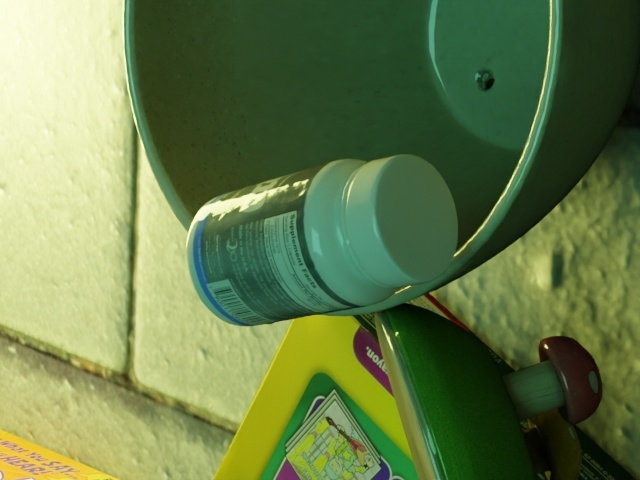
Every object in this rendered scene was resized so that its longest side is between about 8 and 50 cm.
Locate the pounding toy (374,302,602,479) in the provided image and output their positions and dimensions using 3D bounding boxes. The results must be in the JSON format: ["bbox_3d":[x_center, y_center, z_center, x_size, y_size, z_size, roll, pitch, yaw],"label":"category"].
[{"bbox_3d":[0.117,0.138,0.732,0.110,0.183,0.236,-17,85,-1],"label":"pounding toy"}]

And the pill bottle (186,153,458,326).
[{"bbox_3d":[0.000,0.000,0.663,0.137,0.078,0.078,-13,88,43],"label":"pill bottle"}]

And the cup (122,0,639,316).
[{"bbox_3d":[0.071,-0.134,0.791,0.331,0.237,0.331,9,103,42],"label":"cup"}]

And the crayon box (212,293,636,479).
[{"bbox_3d":[0.082,0.250,0.933,0.363,0.106,0.313,43,124,28],"label":"crayon box"}]

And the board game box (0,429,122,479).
[{"bbox_3d":[-0.420,0.414,1.250,0.356,0.357,0.356,11,104,41],"label":"board game box"}]
